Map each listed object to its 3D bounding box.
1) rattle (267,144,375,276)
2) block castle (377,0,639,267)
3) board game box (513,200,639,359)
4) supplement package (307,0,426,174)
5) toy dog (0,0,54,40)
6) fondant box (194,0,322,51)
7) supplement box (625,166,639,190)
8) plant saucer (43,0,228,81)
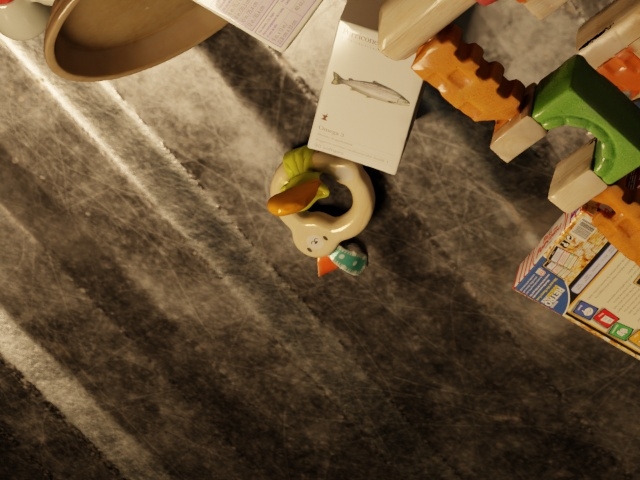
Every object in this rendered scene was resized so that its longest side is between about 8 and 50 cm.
[{"bbox_3d":[0.000,0.000,1.949,0.130,0.143,0.200,-1,126,-4],"label":"rattle"},{"bbox_3d":[0.286,-0.190,1.565,0.453,0.303,0.213,39,129,-18],"label":"block castle"},{"bbox_3d":[0.331,0.044,1.830,0.193,0.045,0.147,30,133,-6],"label":"board game box"},{"bbox_3d":[0.062,-0.179,1.787,0.105,0.105,0.179,18,133,4],"label":"supplement package"},{"bbox_3d":[-0.292,-0.321,1.736,0.161,0.333,0.220,-31,103,-11],"label":"toy dog"},{"bbox_3d":[-0.127,-0.351,1.544,0.330,0.238,0.096,29,132,-13],"label":"fondant box"},{"bbox_3d":[0.360,0.003,1.866,0.130,0.073,0.239,32,132,-9],"label":"supplement box"},{"bbox_3d":[-0.165,-0.259,1.719,0.278,0.278,0.041,-45,70,41],"label":"plant saucer"}]
